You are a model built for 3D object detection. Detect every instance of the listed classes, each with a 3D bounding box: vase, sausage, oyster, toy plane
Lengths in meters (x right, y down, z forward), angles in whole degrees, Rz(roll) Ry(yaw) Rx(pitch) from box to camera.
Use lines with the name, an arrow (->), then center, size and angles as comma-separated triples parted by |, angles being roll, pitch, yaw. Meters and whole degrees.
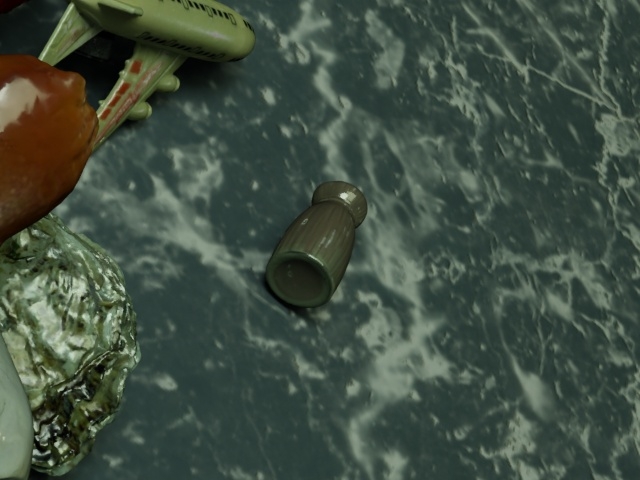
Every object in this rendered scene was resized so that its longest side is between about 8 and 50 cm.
vase -> 0.000, 0.000, 1.392 | 0.053, 0.053, 0.100 | 43, 39, -13
sausage -> -0.278, 0.003, 1.023 | 0.348, 0.094, 0.097 | -30, 121, -15
oyster -> -0.176, 0.056, 1.194 | 0.125, 0.064, 0.177 | 19, 62, -15
toy plane -> -0.116, -0.158, 1.328 | 0.092, 0.229, 0.244 | 22, 7, 18

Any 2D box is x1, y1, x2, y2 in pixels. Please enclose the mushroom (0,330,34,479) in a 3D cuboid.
mushroom -> -0.228, 0.046, 1.109 | 0.103, 0.118, 0.270 | 37, 33, -46

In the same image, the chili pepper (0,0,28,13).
chili pepper -> -0.204, -0.224, 1.255 | 0.110, 0.110, 0.387 | 43, 22, -13
